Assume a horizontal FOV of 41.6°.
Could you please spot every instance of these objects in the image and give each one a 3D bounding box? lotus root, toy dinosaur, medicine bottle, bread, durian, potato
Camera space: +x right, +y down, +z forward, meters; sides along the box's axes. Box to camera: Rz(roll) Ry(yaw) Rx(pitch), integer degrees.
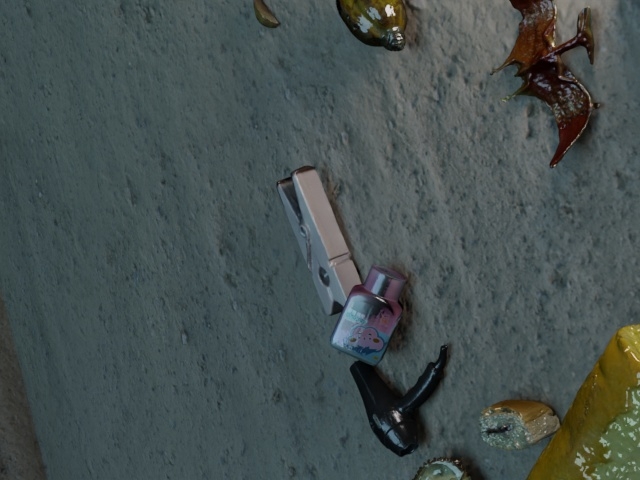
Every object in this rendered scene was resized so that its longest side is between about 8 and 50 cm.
[{"bbox_3d":[0.106,-0.450,1.660,0.209,0.120,0.120,55,131,22],"label":"lotus root"},{"bbox_3d":[0.363,-0.294,1.429,0.206,0.113,0.327,11,107,44],"label":"toy dinosaur"},{"bbox_3d":[0.108,0.152,1.762,0.119,0.094,0.188,24,101,7],"label":"medicine bottle"},{"bbox_3d":[0.499,0.343,1.376,0.236,0.165,0.375,38,124,32],"label":"bread"},{"bbox_3d":[0.363,0.336,1.559,0.125,0.106,0.082,-19,91,50],"label":"bread"},{"bbox_3d":[0.244,0.518,1.721,0.188,0.091,0.148,-28,76,22],"label":"durian"},{"bbox_3d":[-0.136,-0.519,1.946,0.093,0.037,0.036,56,136,21],"label":"potato"}]

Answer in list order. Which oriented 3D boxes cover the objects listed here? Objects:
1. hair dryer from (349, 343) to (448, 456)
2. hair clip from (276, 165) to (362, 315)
[{"bbox_3d":[0.187,0.293,1.773,0.271,0.091,0.235,-49,53,26],"label":"hair dryer"},{"bbox_3d":[0.003,-0.001,1.874,0.101,0.085,0.331,-27,85,47],"label":"hair clip"}]
